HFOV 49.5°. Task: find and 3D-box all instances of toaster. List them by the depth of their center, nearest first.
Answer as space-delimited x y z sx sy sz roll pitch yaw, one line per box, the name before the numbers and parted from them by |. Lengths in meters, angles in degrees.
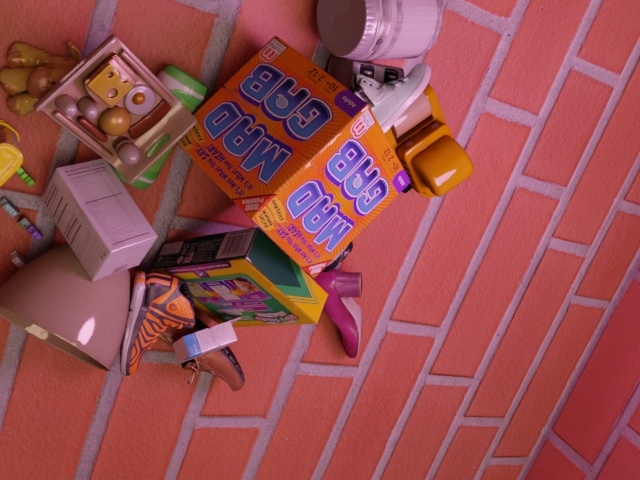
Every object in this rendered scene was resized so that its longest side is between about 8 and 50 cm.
toaster | 0.114 -0.423 1.870 0.168 0.186 0.110 2 102 -29

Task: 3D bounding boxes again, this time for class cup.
cup | -0.606 0.139 1.708 0.331 0.331 0.236 44 63 -37

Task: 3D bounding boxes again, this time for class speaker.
speaker | -0.398 -0.277 1.692 0.131 0.131 0.296 27 100 -36

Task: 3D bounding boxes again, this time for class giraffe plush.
giraffe plush | -0.587 -0.341 1.527 0.210 0.170 0.181 -17 121 -20

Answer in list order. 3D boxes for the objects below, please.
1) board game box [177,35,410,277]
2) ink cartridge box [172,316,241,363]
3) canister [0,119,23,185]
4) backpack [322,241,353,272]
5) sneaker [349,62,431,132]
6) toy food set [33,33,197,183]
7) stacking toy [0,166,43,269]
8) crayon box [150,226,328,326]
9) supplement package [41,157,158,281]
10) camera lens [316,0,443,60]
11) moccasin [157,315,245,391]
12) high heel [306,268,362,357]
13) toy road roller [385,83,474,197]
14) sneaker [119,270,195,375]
board game box | -0.063 -0.199 1.709 0.356 0.356 0.356 -45 147 -2
ink cartridge box | -0.300 0.272 1.896 0.180 0.104 0.060 -16 79 -32
canister | -0.721 -0.187 1.533 0.126 0.170 0.073 -46 127 -1
backpack | 0.000 0.000 2.057 0.152 0.115 0.182 -46 124 3
sneaker | 0.167 -0.395 1.748 0.151 0.094 0.256 44 70 -14
toy food set | -0.432 -0.275 1.504 0.220 0.092 0.306 -43 146 0
stacking toy | -0.724 -0.054 1.680 0.167 0.052 0.221 -38 125 -8
crayon box | -0.216 0.112 1.857 0.313 0.363 0.106 45 51 -38
supplement package | -0.522 -0.052 1.632 0.139 0.244 0.134 -23 163 -47
camera lens | 0.157 -0.570 1.760 0.275 0.219 0.219 -13 121 -35
moccasin | -0.361 0.324 2.012 0.147 0.139 0.380 -42 126 -2
high heel | 0.044 0.236 2.238 0.182 0.127 0.377 2 125 6
toy road roller | 0.305 -0.271 2.003 0.203 0.240 0.329 -36 126 -8
sneaker | -0.428 0.234 1.836 0.180 0.124 0.321 9 120 -20
